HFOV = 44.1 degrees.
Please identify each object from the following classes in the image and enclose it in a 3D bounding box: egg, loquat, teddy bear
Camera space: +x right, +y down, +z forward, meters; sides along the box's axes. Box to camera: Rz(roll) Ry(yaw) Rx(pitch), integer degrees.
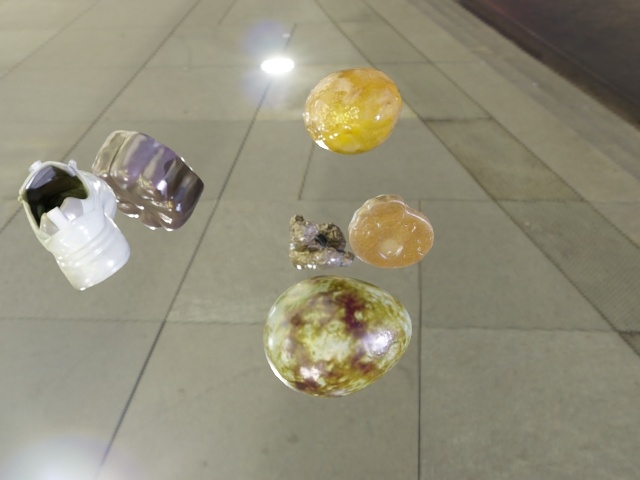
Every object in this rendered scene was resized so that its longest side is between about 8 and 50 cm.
[{"bbox_3d":[0.033,0.186,1.538,0.290,0.238,0.238,-3,32,7],"label":"egg"},{"bbox_3d":[0.071,-0.278,1.668,0.234,0.176,0.187,-27,57,-21],"label":"loquat"},{"bbox_3d":[-0.016,0.013,1.887,0.129,0.182,0.251,-39,-5,16],"label":"teddy bear"}]

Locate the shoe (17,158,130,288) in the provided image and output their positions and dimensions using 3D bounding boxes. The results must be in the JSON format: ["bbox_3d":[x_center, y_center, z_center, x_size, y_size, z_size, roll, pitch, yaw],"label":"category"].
[{"bbox_3d":[-0.381,-0.060,1.167,0.124,0.159,0.316,-35,37,-7],"label":"shoe"}]

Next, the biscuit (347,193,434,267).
[{"bbox_3d":[0.159,-0.019,1.811,0.208,0.181,0.049,29,32,-29],"label":"biscuit"}]

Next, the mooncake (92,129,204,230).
[{"bbox_3d":[-0.478,-0.160,2.171,0.306,0.306,0.154,12,62,24],"label":"mooncake"}]
